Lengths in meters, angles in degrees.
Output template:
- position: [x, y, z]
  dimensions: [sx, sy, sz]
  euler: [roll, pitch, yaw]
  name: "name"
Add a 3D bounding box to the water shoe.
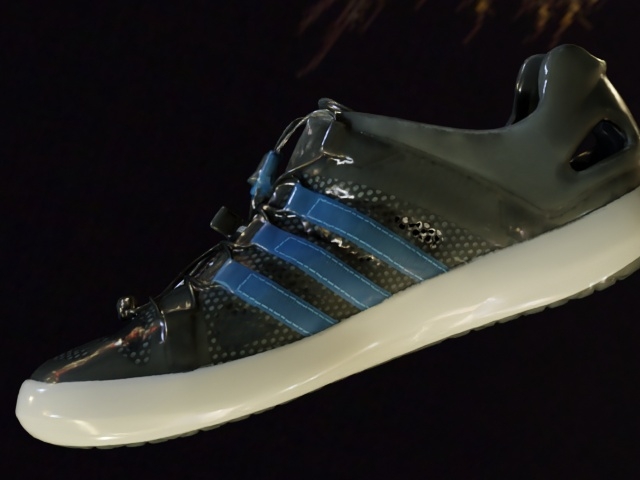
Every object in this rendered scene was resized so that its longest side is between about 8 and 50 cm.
- position: [0.000, 0.000, 0.466]
  dimensions: [0.203, 0.073, 0.080]
  euler: [-19, -88, -8]
  name: "water shoe"
